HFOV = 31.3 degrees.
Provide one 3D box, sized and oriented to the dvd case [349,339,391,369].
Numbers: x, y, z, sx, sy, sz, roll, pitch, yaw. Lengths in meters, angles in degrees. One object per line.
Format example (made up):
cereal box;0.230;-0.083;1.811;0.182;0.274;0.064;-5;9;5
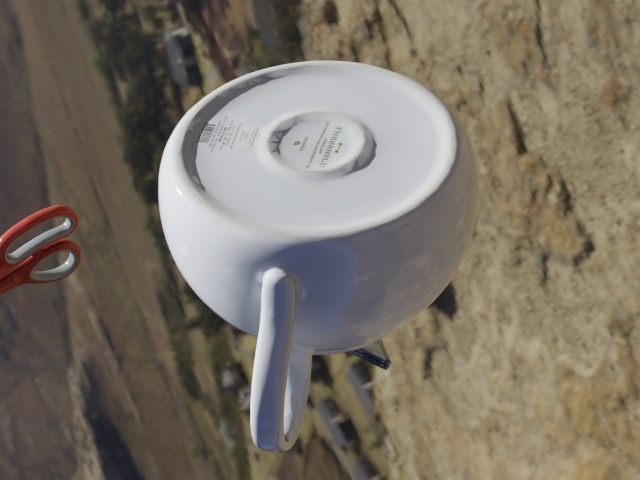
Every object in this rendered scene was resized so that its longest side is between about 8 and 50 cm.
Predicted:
dvd case;0.016;0.091;1.222;0.119;0.013;0.087;29;-165;-17

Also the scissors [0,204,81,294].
scissors;-0.397;0.058;1.278;0.021;0.297;0.109;48;159;34

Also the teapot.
teapot;0.000;0.000;0.868;0.252;0.256;0.187;45;150;40
